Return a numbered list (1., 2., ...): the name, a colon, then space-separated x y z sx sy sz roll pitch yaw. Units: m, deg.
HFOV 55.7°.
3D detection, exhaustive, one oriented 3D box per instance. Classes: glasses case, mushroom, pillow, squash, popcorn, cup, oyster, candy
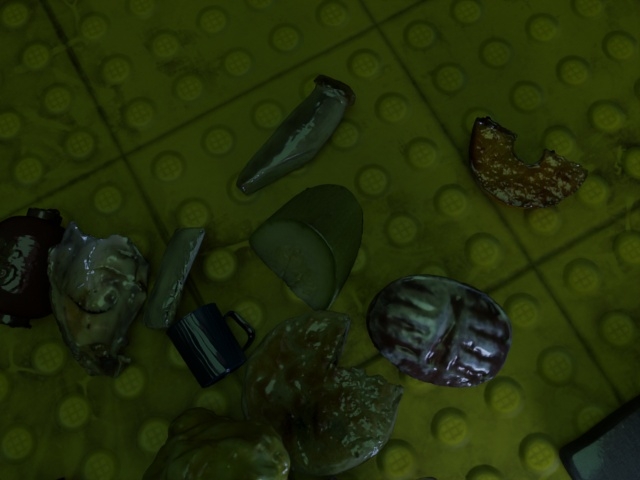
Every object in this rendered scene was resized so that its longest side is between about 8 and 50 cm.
1. glasses case: 0.634 0.388 1.192 0.323 0.074 0.131 -32 80 -6
2. mushroom: -0.051 -0.224 1.340 0.107 0.087 0.333 37 84 13
3. pillow: -0.311 0.076 1.266 0.051 0.128 0.229 26 76 -36
4. squash: 0.000 0.000 1.323 0.237 0.155 0.204 43 118 8
5. popcorn: -0.216 0.469 1.067 0.293 0.293 0.334 16 59 26
6. cup: -0.214 0.206 1.232 0.150 0.113 0.138 -33 81 -4
7. oyster: -0.461 0.115 1.246 0.275 0.100 0.271 42 74 -22
8. candy: 0.235 0.178 1.206 0.290 0.157 0.214 17 83 5

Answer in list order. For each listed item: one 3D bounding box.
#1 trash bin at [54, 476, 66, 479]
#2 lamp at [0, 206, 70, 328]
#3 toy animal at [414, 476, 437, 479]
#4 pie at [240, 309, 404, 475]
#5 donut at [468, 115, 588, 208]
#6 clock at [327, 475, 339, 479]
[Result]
1. trash bin: -0.508 0.614 1.103 0.252 0.203 0.301 -37 75 30
2. lamp: -0.607 0.050 1.245 0.180 0.180 0.257 11 79 4
3. toy animal: 0.122 0.603 1.071 0.368 0.241 0.196 -43 82 -7
4. pie: -0.012 0.306 1.190 0.338 0.075 0.337 -6 70 18
5. donut: 0.413 -0.141 1.301 0.259 0.101 0.152 31 81 7
6. clock: -0.018 0.546 1.103 0.073 0.145 0.193 36 111 10
